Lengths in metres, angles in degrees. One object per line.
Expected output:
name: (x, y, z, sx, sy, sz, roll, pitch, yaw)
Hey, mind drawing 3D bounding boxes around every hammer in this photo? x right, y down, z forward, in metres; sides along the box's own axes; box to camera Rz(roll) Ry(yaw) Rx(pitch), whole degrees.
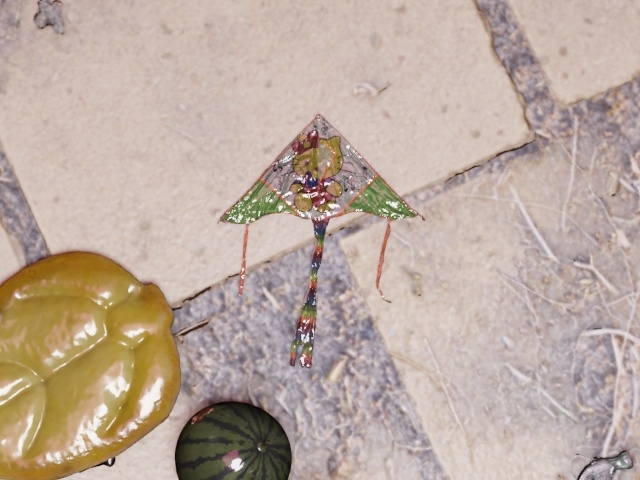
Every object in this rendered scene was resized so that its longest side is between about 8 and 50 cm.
hammer: (0.280, 0.290, 1.541, 0.062, 0.017, 0.182, -15, 84, 0)

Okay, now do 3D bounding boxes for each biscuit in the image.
biscuit: (-0.252, 0.127, 1.557, 0.260, 0.041, 0.203, -32, 84, -5)

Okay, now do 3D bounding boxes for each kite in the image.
kite: (0.000, 0.000, 1.586, 0.198, 0.006, 0.244, 3, 83, 1)

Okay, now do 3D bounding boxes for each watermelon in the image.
watermelon: (-0.073, 0.194, 1.502, 0.105, 0.133, 0.105, 9, 72, -29)
